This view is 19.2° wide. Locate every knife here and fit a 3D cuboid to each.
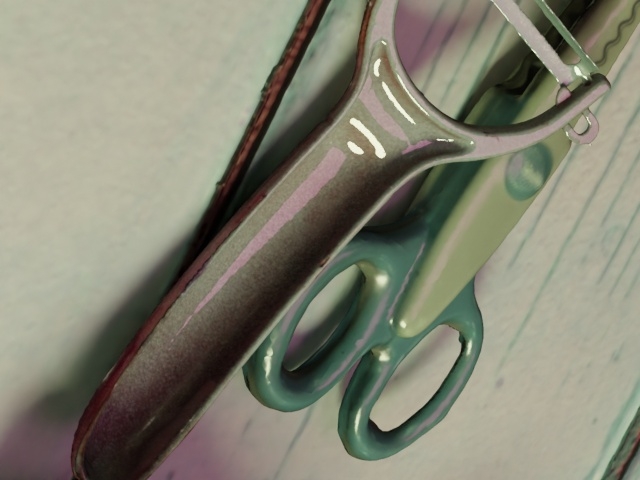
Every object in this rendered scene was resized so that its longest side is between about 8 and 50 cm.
[{"bbox_3d":[-0.001,0.000,0.786,0.278,0.053,0.123,-47,111,-8],"label":"knife"}]

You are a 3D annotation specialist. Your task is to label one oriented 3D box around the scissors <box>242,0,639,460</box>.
[{"bbox_3d":[0.077,-0.031,0.859,0.138,0.041,0.289,34,90,-42],"label":"scissors"}]
